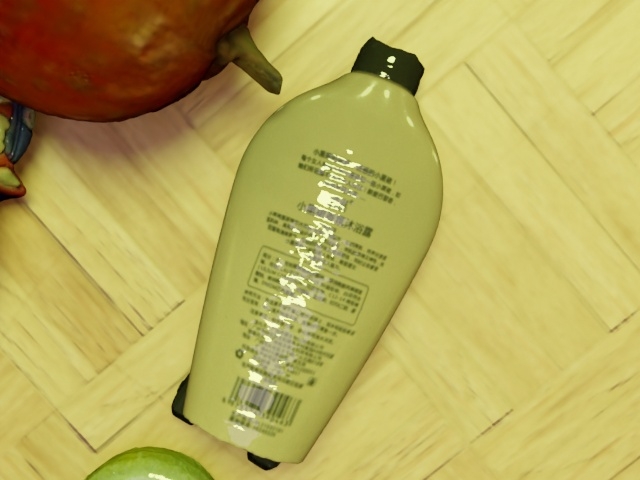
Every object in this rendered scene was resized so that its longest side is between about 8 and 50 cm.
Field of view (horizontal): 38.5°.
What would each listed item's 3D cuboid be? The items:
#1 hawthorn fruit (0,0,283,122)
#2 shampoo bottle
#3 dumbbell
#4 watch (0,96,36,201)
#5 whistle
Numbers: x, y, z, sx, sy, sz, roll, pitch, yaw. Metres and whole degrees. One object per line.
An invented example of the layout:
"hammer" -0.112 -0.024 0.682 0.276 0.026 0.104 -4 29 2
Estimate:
"hawthorn fruit" -0.113 -0.168 0.489 0.250 0.215 0.215 39 97 -2
"shampoo bottle" 0.000 0.000 0.558 0.127 0.078 0.256 23 89 1
"dumbbell" -0.057 0.117 0.605 0.083 0.036 0.040 31 97 -2
"watch" -0.304 -0.032 0.533 0.200 0.196 0.171 4 88 23
"whistle" -0.079 0.221 0.608 0.198 0.057 0.104 41 97 -2
